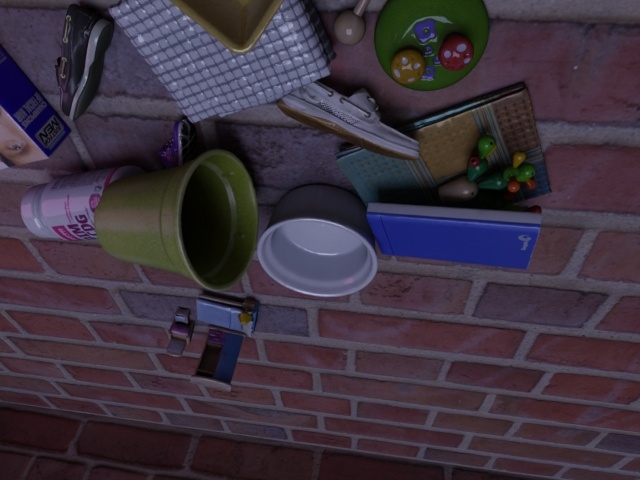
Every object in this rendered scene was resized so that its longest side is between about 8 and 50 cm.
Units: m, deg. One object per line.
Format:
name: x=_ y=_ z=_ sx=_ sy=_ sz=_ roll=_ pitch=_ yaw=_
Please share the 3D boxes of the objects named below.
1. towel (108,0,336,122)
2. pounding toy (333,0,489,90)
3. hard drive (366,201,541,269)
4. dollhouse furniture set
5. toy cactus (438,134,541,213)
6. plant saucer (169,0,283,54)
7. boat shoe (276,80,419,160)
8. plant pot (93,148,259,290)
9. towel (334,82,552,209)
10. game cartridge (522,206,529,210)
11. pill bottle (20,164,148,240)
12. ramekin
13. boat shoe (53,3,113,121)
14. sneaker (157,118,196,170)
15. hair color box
towel: x=-0.146 y=-0.337 z=0.737 sx=0.283 sy=0.121 sz=0.235 roll=-13 pitch=136 yaw=23
pounding toy: x=0.150 y=-0.309 z=0.705 sx=0.236 sy=0.110 sz=0.183 roll=27 pitch=136 yaw=-19
hard drive: x=0.272 y=-0.008 z=0.950 sx=0.318 sy=0.040 sz=0.210 roll=6 pitch=158 yaw=20
dollhouse furniture set: x=-0.364 y=0.306 z=1.450 sx=0.286 sy=0.198 sz=0.303 roll=14 pitch=139 yaw=-4
toy cactus: x=0.320 y=-0.100 z=0.875 sx=0.180 sy=0.112 sz=0.219 roll=-12 pitch=145 yaw=36
plant saucer: x=-0.121 y=-0.454 z=0.522 sx=0.332 sy=0.081 sz=0.333 roll=37 pitch=109 yaw=-9
boat shoe: x=0.064 y=-0.229 z=0.820 sx=0.276 sy=0.096 sz=0.098 roll=23 pitch=-178 yaw=-5
plant pot: x=-0.304 y=-0.043 z=0.936 sx=0.253 sy=0.276 sz=0.276 roll=2 pitch=139 yaw=22
towel: x=0.251 y=-0.142 z=0.931 sx=0.370 sy=0.040 sz=0.271 roll=-16 pitch=134 yaw=25
game cartridge: x=0.433 y=-0.044 z=1.017 sx=0.083 sy=0.017 sz=0.056 roll=-27 pitch=123 yaw=35
pill bottle: x=-0.543 y=-0.081 z=1.076 sx=0.282 sy=0.160 sz=0.160 roll=-5 pitch=137 yaw=18
ramekin: x=0.000 y=0.000 z=1.070 sx=0.277 sy=0.135 sz=0.277 roll=6 pitch=138 yaw=5
boat shoe: x=-0.452 y=-0.325 z=0.847 sx=0.068 sy=0.081 sz=0.228 roll=30 pitch=129 yaw=-16
sneaker: x=-0.314 y=-0.191 z=0.977 sx=0.071 sy=0.068 sz=0.170 roll=24 pitch=138 yaw=-6
hair color box: x=-0.697 y=-0.307 z=0.898 sx=0.185 sy=0.110 sz=0.339 roll=-7 pitch=138 yaw=18
